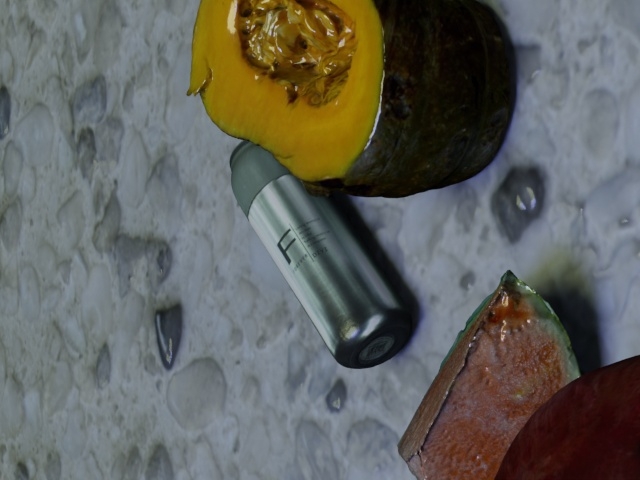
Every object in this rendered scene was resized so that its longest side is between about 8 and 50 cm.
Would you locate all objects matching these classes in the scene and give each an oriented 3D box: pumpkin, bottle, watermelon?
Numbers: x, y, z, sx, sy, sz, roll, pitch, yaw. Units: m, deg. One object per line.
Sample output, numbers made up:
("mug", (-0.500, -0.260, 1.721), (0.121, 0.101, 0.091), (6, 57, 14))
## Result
("pumpkin", (0.014, -0.135, 1.320), (0.317, 0.139, 0.221), (33, 115, 44))
("bottle", (0.000, 0.000, 1.396), (0.096, 0.079, 0.253), (-37, 56, 5))
("watermelon", (0.133, 0.128, 1.223), (0.231, 0.128, 0.146), (-65, 16, 13))

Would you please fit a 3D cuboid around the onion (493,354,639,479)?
("onion", (0.222, 0.227, 0.952), (0.348, 0.285, 0.347), (-9, 77, 45))
